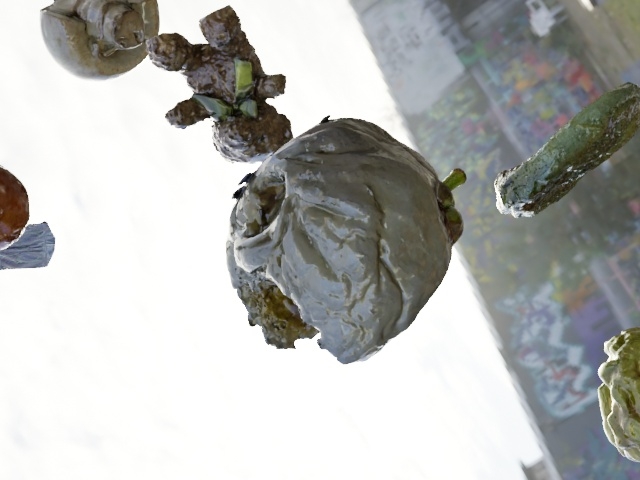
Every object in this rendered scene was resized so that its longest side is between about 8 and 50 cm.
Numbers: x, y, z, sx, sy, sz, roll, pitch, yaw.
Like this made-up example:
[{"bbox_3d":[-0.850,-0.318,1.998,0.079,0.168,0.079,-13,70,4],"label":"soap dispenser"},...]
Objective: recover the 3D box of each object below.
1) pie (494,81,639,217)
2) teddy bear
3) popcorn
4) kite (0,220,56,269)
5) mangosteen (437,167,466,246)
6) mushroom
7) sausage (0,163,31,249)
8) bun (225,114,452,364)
[{"bbox_3d":[0.380,-0.127,1.553,0.079,0.277,0.277,55,-166,11],"label":"pie"},{"bbox_3d":[-0.178,-0.262,1.878,0.296,0.246,0.223,27,-135,-74],"label":"teddy bear"},{"bbox_3d":[0.471,0.220,1.449,0.197,0.155,0.198,3,-90,-74],"label":"popcorn"},{"bbox_3d":[-0.560,0.023,1.614,0.152,0.285,0.015,115,139,-56],"label":"kite"},{"bbox_3d":[0.161,-0.040,1.636,0.156,0.181,0.146,46,-165,-13],"label":"mangosteen"},{"bbox_3d":[-0.426,-0.411,2.072,0.195,0.253,0.189,29,142,37],"label":"mushroom"},{"bbox_3d":[-0.506,-0.062,1.398,0.133,0.258,0.133,-42,-42,-53],"label":"sausage"},{"bbox_3d":[0.009,-0.013,1.123,0.204,0.281,0.282,37,-158,-30],"label":"bun"}]
